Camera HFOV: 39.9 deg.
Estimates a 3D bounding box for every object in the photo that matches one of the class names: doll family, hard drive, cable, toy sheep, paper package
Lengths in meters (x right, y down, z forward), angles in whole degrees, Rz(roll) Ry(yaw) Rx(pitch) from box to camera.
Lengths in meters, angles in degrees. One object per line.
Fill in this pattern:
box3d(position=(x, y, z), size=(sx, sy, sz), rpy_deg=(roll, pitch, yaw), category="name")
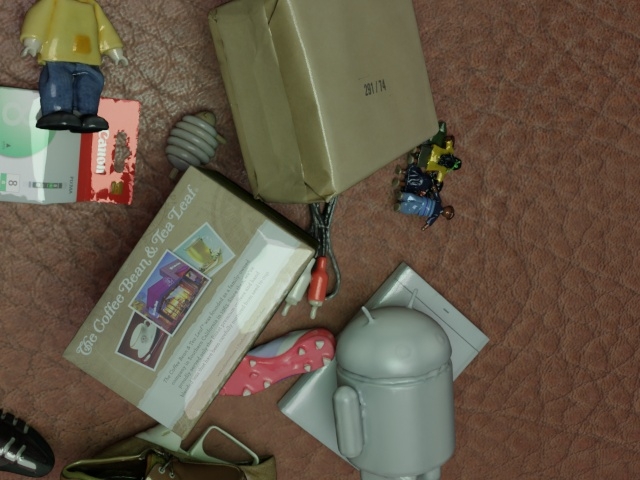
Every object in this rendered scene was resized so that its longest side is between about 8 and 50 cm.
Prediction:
box3d(position=(0.198, -0.115, 1.572), size=(0.112, 0.076, 0.192), rpy_deg=(11, 105, -22), category="doll family")
box3d(position=(0.121, 0.245, 1.651), size=(0.233, 0.047, 0.353), rpy_deg=(41, 91, -20), category="hard drive")
box3d(position=(0.000, 0.000, 1.543), size=(0.140, 0.072, 0.287), rpy_deg=(18, 99, -15), category="cable")
box3d(position=(-0.210, -0.155, 1.444), size=(0.091, 0.091, 0.132), rpy_deg=(30, 76, -20), category="toy sheep")
box3d(position=(0.015, -0.252, 1.349), size=(0.325, 0.168, 0.309), rpy_deg=(-33, 116, -48), category="paper package")

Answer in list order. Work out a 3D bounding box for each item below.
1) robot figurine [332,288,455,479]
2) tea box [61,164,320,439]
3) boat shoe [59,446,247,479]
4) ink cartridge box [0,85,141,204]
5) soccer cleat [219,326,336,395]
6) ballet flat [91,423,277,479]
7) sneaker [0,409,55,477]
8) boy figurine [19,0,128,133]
box3d(position=(0.130, 0.266, 1.527), size=(0.300, 0.200, 0.353), rpy_deg=(-20, 111, -48), category="robot figurine")
box3d(position=(-0.181, 0.080, 1.360), size=(0.220, 0.323, 0.329), rpy_deg=(35, 94, 0), category="tea box")
box3d(position=(-0.266, 0.397, 1.431), size=(0.308, 0.111, 0.104), rpy_deg=(-5, 109, -16), category="boat shoe")
box3d(position=(-0.408, -0.146, 1.411), size=(0.225, 0.056, 0.180), rpy_deg=(4, 103, -14), category="ink cartridge box")
box3d(position=(-0.091, 0.214, 1.576), size=(0.248, 0.095, 0.083), rpy_deg=(-17, 104, 5), category="soccer cleat")
box3d(position=(-0.228, 0.385, 1.568), size=(0.343, 0.116, 0.124), rpy_deg=(19, 78, -17), category="ballet flat")
box3d(position=(-0.598, 0.356, 1.468), size=(0.281, 0.106, 0.162), rpy_deg=(31, 99, -9), category="sneaker")
box3d(position=(-0.370, -0.307, 1.343), size=(0.177, 0.092, 0.285), rpy_deg=(4, 87, -45), category="boy figurine")
